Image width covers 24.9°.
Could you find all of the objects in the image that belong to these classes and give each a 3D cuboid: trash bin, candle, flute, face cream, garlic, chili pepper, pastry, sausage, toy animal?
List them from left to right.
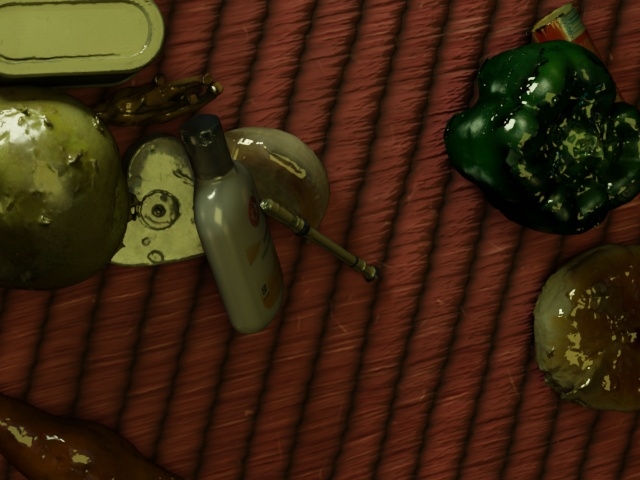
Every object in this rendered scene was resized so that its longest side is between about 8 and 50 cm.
[{"bbox_3d":[-0.318,-0.248,1.770,0.243,0.247,0.121,-4,95,-13],"label":"trash bin"},{"bbox_3d":[-0.260,-0.171,1.866,0.275,0.149,0.054,-10,89,16],"label":"toy animal"},{"bbox_3d":[-0.213,-0.037,1.910,0.168,0.068,0.192,36,90,-16],"label":"candle"},{"bbox_3d":[-0.115,-0.027,1.863,0.071,0.144,0.291,-6,122,17],"label":"face cream"},{"bbox_3d":[-0.054,-0.092,1.939,0.195,0.087,0.101,41,98,-17],"label":"garlic"},{"bbox_3d":[0.000,0.000,1.939,0.233,0.027,0.027,33,87,-41],"label":"flute"},{"bbox_3d":[0.291,-0.135,1.935,0.233,0.256,0.248,-35,104,-14],"label":"chili pepper"},{"bbox_3d":[0.383,-0.203,2.041,0.083,0.083,0.264,-33,104,-9],"label":"sausage"},{"bbox_3d":[0.424,0.124,2.061,0.236,0.121,0.257,25,88,-15],"label":"pastry"}]

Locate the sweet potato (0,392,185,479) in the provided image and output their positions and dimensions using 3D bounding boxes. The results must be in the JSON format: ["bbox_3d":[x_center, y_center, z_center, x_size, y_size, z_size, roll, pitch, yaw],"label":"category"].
[{"bbox_3d":[-0.317,0.287,1.898,0.359,0.112,0.112,23,90,-18],"label":"sweet potato"}]

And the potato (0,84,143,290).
[{"bbox_3d":[-0.405,-0.057,1.767,0.359,0.219,0.270,-2,134,16],"label":"potato"}]
